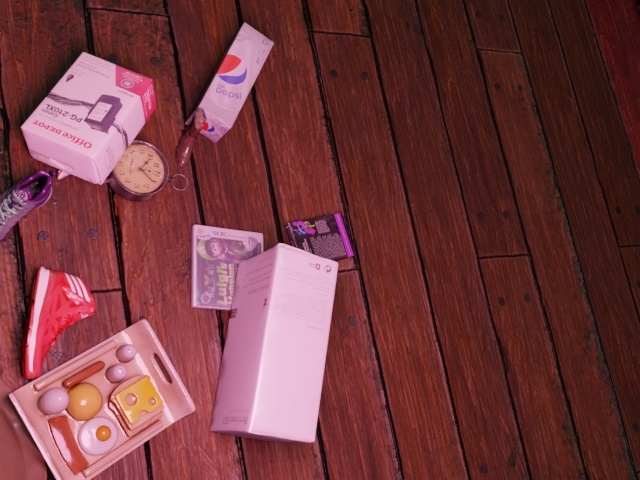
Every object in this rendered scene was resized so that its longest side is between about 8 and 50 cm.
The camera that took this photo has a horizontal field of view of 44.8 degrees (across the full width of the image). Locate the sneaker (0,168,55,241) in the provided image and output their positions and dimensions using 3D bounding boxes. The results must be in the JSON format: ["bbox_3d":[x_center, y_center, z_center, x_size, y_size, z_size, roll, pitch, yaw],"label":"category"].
[{"bbox_3d":[-0.615,-0.067,1.518,0.083,0.098,0.223,45,57,-10],"label":"sneaker"}]

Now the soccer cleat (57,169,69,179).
[{"bbox_3d":[-0.523,-0.154,1.645,0.036,0.029,0.083,40,53,-8],"label":"soccer cleat"}]

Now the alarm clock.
[{"bbox_3d":[-0.384,-0.145,1.702,0.192,0.064,0.129,14,67,-23],"label":"alarm clock"}]

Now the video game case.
[{"bbox_3d":[-0.209,0.065,1.759,0.173,0.022,0.190,7,70,-28],"label":"video game case"}]

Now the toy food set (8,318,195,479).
[{"bbox_3d":[-0.414,0.315,1.502,0.306,0.092,0.219,-30,90,-38],"label":"toy food set"}]

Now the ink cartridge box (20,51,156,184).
[{"bbox_3d":[-0.480,-0.258,1.628,0.172,0.100,0.237,23,60,7],"label":"ink cartridge box"}]

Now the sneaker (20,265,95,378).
[{"bbox_3d":[-0.505,0.163,1.513,0.128,0.087,0.221,12,69,-26],"label":"sneaker"}]

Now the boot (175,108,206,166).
[{"bbox_3d":[-0.291,-0.233,1.757,0.037,0.114,0.106,14,67,-26],"label":"boot"}]

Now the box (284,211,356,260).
[{"bbox_3d":[0.000,0.000,1.902,0.162,0.029,0.116,-12,79,-34],"label":"box"}]

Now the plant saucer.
[{"bbox_3d":[-0.564,0.332,1.333,0.041,0.278,0.277,-29,89,-4],"label":"plant saucer"}]

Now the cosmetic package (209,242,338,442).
[{"bbox_3d":[-0.098,0.226,1.640,0.156,0.217,0.384,18,68,-25],"label":"cosmetic package"}]

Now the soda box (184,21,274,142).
[{"bbox_3d":[-0.216,-0.380,1.863,0.091,0.098,0.286,32,61,-18],"label":"soda box"}]
